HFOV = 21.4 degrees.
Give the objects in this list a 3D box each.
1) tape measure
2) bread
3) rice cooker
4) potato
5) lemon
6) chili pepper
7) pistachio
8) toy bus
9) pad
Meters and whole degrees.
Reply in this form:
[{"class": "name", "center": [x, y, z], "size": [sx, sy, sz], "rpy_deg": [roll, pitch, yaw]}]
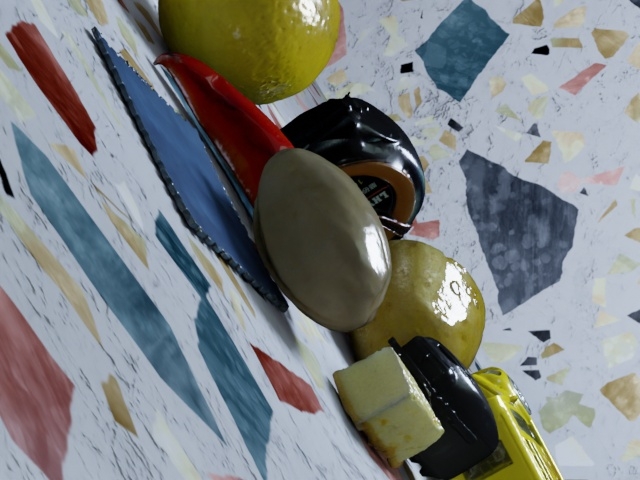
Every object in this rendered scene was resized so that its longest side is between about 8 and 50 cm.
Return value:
[{"class": "tape measure", "center": [0.024, -0.078, 2.147], "size": [0.223, 0.202, 0.135], "rpy_deg": [46, 16, -41]}, {"class": "bread", "center": [0.080, 0.181, 1.843], "size": [0.109, 0.084, 0.080], "rpy_deg": [52, 11, -43]}, {"class": "rice cooker", "center": [0.127, 0.193, 1.947], "size": [0.142, 0.118, 0.203], "rpy_deg": [49, -3, 42]}, {"class": "potato", "center": [0.116, 0.125, 2.112], "size": [0.158, 0.178, 0.203], "rpy_deg": [-87, 162, -51]}, {"class": "lemon", "center": [-0.090, -0.286, 2.150], "size": [0.263, 0.236, 0.236], "rpy_deg": [21, 33, -47]}, {"class": "chili pepper", "center": [-0.068, -0.060, 1.958], "size": [0.137, 0.092, 0.368], "rpy_deg": [-4, 54, -50]}, {"class": "pistachio", "center": [0.000, 0.000, 1.811], "size": [0.226, 0.136, 0.136], "rpy_deg": [63, 8, 31]}, {"class": "toy bus", "center": [0.229, 0.308, 2.132], "size": [0.330, 0.144, 0.152], "rpy_deg": [63, 9, 30]}, {"class": "pad", "center": [-0.132, -0.069, 1.748], "size": [0.269, 0.012, 0.269], "rpy_deg": [62, 8, 30]}]
